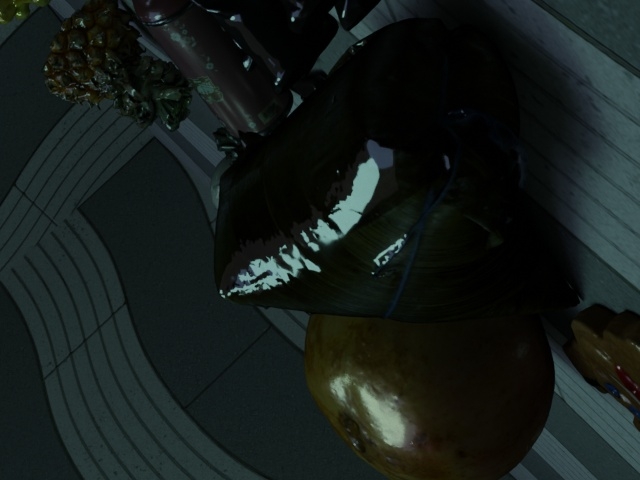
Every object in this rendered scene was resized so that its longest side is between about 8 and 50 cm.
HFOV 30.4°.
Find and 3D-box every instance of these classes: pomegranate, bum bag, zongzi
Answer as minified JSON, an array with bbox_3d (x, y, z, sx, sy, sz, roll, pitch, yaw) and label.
[{"bbox_3d":[0.154,0.150,1.513,0.338,0.338,0.338,46,174,7],"label":"pomegranate"},{"bbox_3d":[0.030,-0.153,1.530,0.159,0.026,0.109,48,173,-14],"label":"bum bag"},{"bbox_3d":[0.157,-0.031,1.078,0.432,0.208,0.403,13,158,-20],"label":"zongzi"}]

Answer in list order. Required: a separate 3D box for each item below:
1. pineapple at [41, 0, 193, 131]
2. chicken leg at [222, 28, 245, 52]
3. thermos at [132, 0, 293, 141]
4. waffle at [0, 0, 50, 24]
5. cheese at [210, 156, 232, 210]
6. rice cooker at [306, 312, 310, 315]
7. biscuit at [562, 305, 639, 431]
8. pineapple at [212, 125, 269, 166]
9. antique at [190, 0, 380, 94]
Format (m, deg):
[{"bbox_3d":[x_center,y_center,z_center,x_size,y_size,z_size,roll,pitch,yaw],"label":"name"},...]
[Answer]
[{"bbox_3d":[-0.380,-0.332,2.393,0.271,0.262,0.262,32,169,19],"label":"pineapple"},{"bbox_3d":[-0.083,-0.276,1.417,0.205,0.053,0.093,41,152,-16],"label":"chicken leg"},{"bbox_3d":[-0.159,-0.279,1.604,0.330,0.109,0.136,52,172,-38],"label":"thermos"},{"bbox_3d":[-0.523,-0.519,1.745,0.382,0.095,0.380,43,135,15],"label":"waffle"},{"bbox_3d":[-0.132,-0.098,2.350,0.189,0.154,0.198,2,136,52],"label":"cheese"},{"bbox_3d":[0.000,0.000,1.764,0.241,0.227,0.280,47,173,1],"label":"rice cooker"},{"bbox_3d":[0.348,0.158,1.281,0.202,0.047,0.334,45,173,15],"label":"biscuit"},{"bbox_3d":[-0.097,-0.136,2.116,0.248,0.128,0.128,50,176,27],"label":"pineapple"},{"bbox_3d":[-0.066,-0.254,0.877,0.255,0.185,0.322,39,173,2],"label":"antique"}]
